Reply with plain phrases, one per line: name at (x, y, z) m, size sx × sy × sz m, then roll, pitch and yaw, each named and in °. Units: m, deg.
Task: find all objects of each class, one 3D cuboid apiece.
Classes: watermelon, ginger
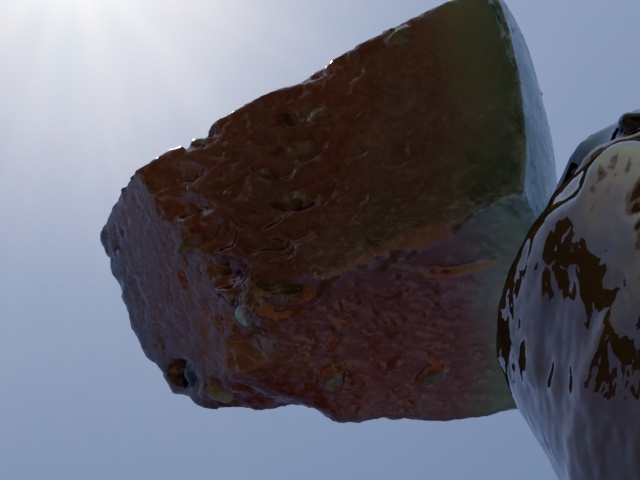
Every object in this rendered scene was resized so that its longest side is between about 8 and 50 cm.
watermelon at (0.000, 0.000, 0.993) m, size 0.256 × 0.140 × 0.193 m, roll -11°, pitch -113°, yaw 10°
ginger at (0.186, 0.067, 0.680) m, size 0.269 × 0.200 × 0.223 m, roll -3°, pitch -156°, yaw 19°
